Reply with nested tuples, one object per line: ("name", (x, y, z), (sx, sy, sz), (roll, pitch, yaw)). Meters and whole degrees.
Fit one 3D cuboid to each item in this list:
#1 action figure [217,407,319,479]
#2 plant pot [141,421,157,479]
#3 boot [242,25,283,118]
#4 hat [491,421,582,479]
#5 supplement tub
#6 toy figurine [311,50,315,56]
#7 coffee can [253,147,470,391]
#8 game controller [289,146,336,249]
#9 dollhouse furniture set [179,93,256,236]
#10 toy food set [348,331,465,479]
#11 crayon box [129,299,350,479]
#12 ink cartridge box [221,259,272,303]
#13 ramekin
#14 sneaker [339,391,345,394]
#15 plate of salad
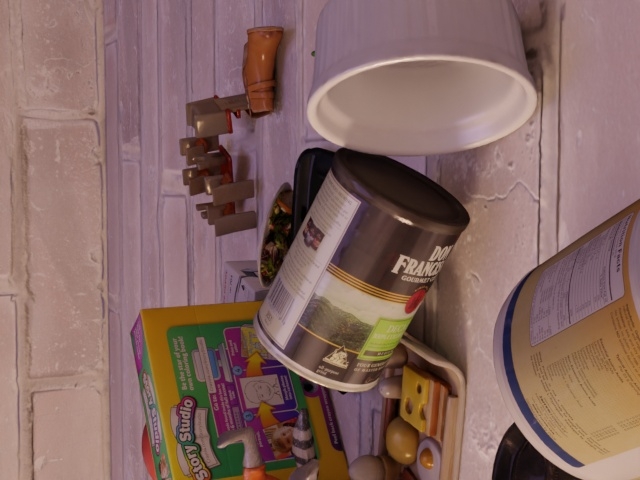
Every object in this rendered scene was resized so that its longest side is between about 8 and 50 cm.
("action figure", (0.018, 0.438, 1.600), (0.341, 0.178, 0.330), (2, 131, 39))
("plant pot", (-0.206, 0.343, 2.011), (0.243, 0.274, 0.275), (108, 150, -48))
("boot", (-0.109, -0.328, 2.019), (0.197, 0.072, 0.153), (147, 120, -76))
("hat", (0.269, 0.284, 1.123), (0.331, 0.133, 0.332), (179, 90, -65))
("supplement tub", (0.316, 0.072, 0.881), (0.316, 0.228, 0.228), (134, 129, -58))
("toy figurine", (0.079, -0.223, 1.589), (0.173, 0.130, 0.159), (2, 109, 42))
("coffee can", (0.053, 0.039, 1.428), (0.275, 0.201, 0.201), (-63, 34, 21))
("game controller", (0.000, 0.000, 1.823), (0.166, 0.067, 0.319), (19, 110, 50))
("dollhouse furniture set", (-0.205, -0.173, 2.222), (0.262, 0.135, 0.259), (-129, 32, -54))
("toy food set", (0.112, 0.282, 1.527), (0.219, 0.092, 0.306), (-151, 62, -63))
("crayon box", (-0.147, 0.291, 1.831), (0.106, 0.313, 0.363), (122, 138, -53))
("ink cartridge box", (-0.134, 0.133, 2.090), (0.190, 0.082, 0.140), (-146, 58, -60))
("ramekin", (0.119, -0.216, 1.268), (0.277, 0.277, 0.135), (141, 131, -61))
("sneaker", (0.046, 0.195, 1.718), (0.097, 0.084, 0.234), (-50, 5, -12))
("plate of salad", (-0.072, -0.008, 1.905), (0.200, 0.048, 0.200), (12, -90, -80))
